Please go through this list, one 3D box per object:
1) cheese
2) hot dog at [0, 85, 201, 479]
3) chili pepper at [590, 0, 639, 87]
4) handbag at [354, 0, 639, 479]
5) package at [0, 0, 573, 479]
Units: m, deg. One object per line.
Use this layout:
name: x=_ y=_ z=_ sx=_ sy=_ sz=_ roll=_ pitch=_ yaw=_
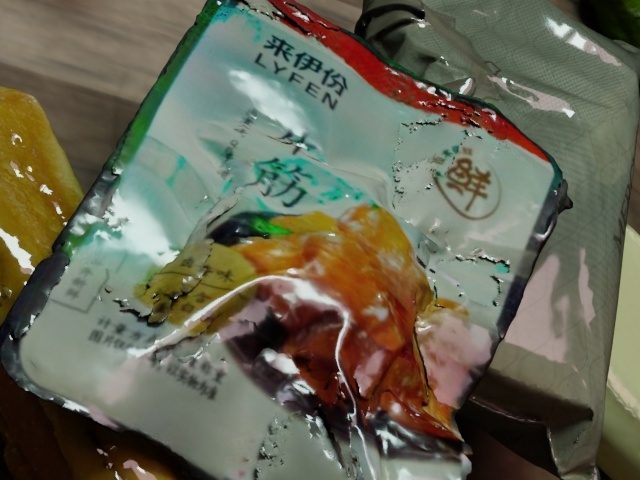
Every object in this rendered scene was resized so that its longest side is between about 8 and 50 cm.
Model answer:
cheese: x=0.177 y=0.105 z=0.772 sx=0.127 sy=0.050 sz=0.255 roll=-22 pitch=77 yaw=-52
hot dog: x=-0.064 y=0.072 z=0.538 sx=0.088 sy=0.061 sz=0.286 roll=-11 pitch=67 yaw=-49
chili pepper: x=0.214 y=-0.143 z=1.002 sx=0.204 sy=0.073 sz=0.072 roll=54 pitch=17 yaw=-16
handbag: x=0.065 y=-0.035 z=0.713 sx=0.182 sy=0.117 sz=0.270 roll=31 pitch=49 yaw=-21
package: x=0.000 y=0.000 z=0.560 sx=0.166 sy=0.040 sz=0.232 roll=31 pitch=46 yaw=-3
